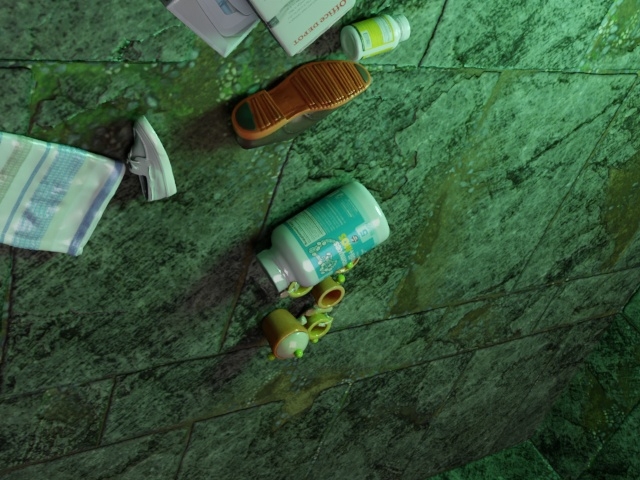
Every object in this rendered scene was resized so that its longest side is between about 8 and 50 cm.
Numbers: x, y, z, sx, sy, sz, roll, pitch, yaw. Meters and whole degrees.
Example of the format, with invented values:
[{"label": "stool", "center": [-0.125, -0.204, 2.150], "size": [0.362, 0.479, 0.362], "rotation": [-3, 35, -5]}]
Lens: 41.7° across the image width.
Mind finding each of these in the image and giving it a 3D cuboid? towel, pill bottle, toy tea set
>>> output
[{"label": "towel", "center": [-0.475, -0.070, 1.362], "size": [0.285, 0.034, 0.209], "rotation": [12, 121, -46]}, {"label": "pill bottle", "center": [0.100, -0.366, 1.503], "size": [0.116, 0.065, 0.065], "rotation": [-22, 141, -21]}, {"label": "pill bottle", "center": [0.000, 0.000, 1.747], "size": [0.264, 0.146, 0.146], "rotation": [-32, 144, -8]}, {"label": "toy tea set", "center": [-0.010, 0.146, 1.914], "size": [0.200, 0.124, 0.336], "rotation": [-10, 136, -33]}]

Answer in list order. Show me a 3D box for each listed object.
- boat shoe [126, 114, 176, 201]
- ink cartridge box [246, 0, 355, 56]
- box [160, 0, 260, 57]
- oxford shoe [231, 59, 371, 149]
[{"label": "boat shoe", "center": [-0.296, -0.134, 1.427], "size": [0.063, 0.066, 0.184], "rotation": [-28, 152, -15]}, {"label": "ink cartridge box", "center": [-0.039, -0.311, 1.001], "size": [0.109, 0.063, 0.150], "rotation": [-40, 144, 2]}, {"label": "box", "center": [-0.134, -0.410, 1.090], "size": [0.231, 0.262, 0.127], "rotation": [-44, 143, 10]}, {"label": "oxford shoe", "center": [-0.036, -0.245, 1.517], "size": [0.272, 0.096, 0.098], "rotation": [-23, 161, -13]}]
